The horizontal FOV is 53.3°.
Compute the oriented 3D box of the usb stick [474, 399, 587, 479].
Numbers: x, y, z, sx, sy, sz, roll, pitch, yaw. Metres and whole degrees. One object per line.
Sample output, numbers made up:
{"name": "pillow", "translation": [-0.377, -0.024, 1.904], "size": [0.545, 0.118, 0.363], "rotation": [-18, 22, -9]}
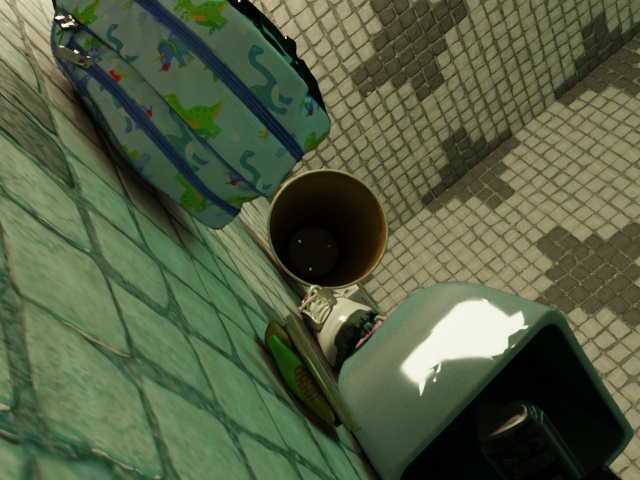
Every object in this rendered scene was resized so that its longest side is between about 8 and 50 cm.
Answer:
{"name": "usb stick", "translation": [0.249, 0.266, 0.670], "size": [0.278, 0.077, 0.045], "rotation": [51, 16, -28]}

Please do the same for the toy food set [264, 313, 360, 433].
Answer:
{"name": "toy food set", "translation": [-0.012, 0.137, 0.633], "size": [0.132, 0.038, 0.192], "rotation": [58, -6, 9]}

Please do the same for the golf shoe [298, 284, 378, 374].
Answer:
{"name": "golf shoe", "translation": [0.016, 0.126, 0.970], "size": [0.120, 0.105, 0.273], "rotation": [33, -5, 3]}

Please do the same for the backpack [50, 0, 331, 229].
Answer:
{"name": "backpack", "translation": [-0.145, -0.179, 0.717], "size": [0.355, 0.273, 0.290], "rotation": [25, -17, 35]}

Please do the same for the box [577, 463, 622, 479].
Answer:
{"name": "box", "translation": [0.298, 0.398, 0.498], "size": [0.294, 0.182, 0.296], "rotation": [52, 3, -5]}

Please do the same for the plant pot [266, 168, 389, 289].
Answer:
{"name": "plant pot", "translation": [0.000, 0.000, 1.339], "size": [0.237, 0.237, 0.254], "rotation": [51, -12, 4]}

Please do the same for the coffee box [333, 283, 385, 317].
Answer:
{"name": "coffee box", "translation": [0.092, 0.181, 1.659], "size": [0.141, 0.098, 0.246], "rotation": [51, 1, -6]}

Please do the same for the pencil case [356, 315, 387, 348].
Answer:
{"name": "pencil case", "translation": [0.133, 0.228, 1.239], "size": [0.124, 0.124, 0.284], "rotation": [52, 0, 27]}

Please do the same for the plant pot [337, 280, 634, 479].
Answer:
{"name": "plant pot", "translation": [0.163, 0.196, 0.782], "size": [0.247, 0.248, 0.252], "rotation": [50, -8, -29]}
